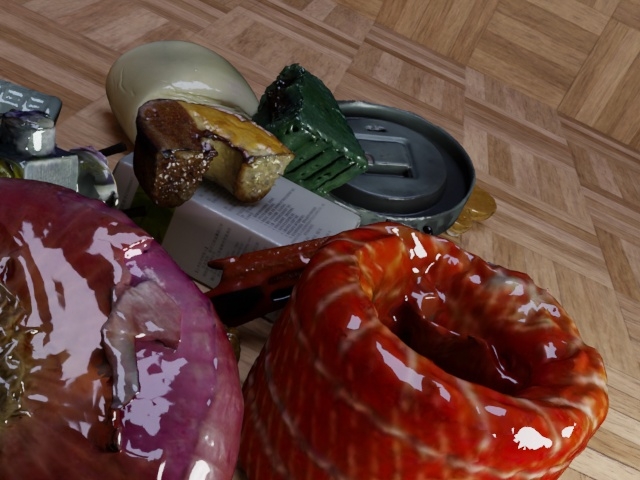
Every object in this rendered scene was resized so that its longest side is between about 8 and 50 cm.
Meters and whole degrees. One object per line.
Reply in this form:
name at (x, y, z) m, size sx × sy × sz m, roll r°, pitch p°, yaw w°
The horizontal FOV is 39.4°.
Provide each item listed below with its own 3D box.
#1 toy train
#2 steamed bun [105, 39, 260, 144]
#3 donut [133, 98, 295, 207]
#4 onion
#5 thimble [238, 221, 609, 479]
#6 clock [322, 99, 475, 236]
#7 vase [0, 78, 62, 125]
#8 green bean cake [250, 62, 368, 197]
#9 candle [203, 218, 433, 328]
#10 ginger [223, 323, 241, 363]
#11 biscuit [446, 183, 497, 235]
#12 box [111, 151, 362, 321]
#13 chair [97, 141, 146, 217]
toy train at (-0.291, 0.001, 0.826) m, size 0.177 × 0.260 × 0.134 m, roll 20°, pitch 19°, yaw 30°
steamed bun at (-0.202, -0.216, 1.420) m, size 0.250 × 0.154 × 0.200 m, roll 7°, pitch 30°, yaw -32°
donut at (-0.148, -0.104, 1.095) m, size 0.217 × 0.085 × 0.141 m, roll -2°, pitch 38°, yaw -45°
onion at (-0.233, 0.132, 0.643) m, size 0.348 × 0.285 × 0.347 m, roll 3°, pitch 69°, yaw -8°
thimble at (0.099, 0.155, 0.911) m, size 0.350 × 0.230 × 0.350 m, roll 21°, pitch 27°, yaw -11°
clock at (0.101, -0.123, 1.525) m, size 0.325 × 0.067 × 0.325 m, roll 9°, pitch 41°, yaw -8°
vase at (-0.488, -0.184, 1.124) m, size 0.299 × 0.143 × 0.143 m, roll 23°, pitch 25°, yaw -16°
green bean cake at (-0.039, -0.182, 1.351) m, size 0.193 × 0.107 × 0.208 m, roll 26°, pitch 36°, yaw -50°
candle at (-0.009, 0.035, 1.048) m, size 0.302 × 0.084 × 0.059 m, roll -16°, pitch 11°, yaw -4°
ginger at (-0.132, 0.120, 0.938) m, size 0.103 × 0.073 × 0.162 m, roll 27°, pitch 24°, yaw 0°
biscuit at (0.191, -0.080, 1.655) m, size 0.340 × 0.047 × 0.216 m, roll 1°, pitch 41°, yaw -39°
box at (-0.115, -0.025, 1.196) m, size 0.299 × 0.106 × 0.200 m, roll 27°, pitch 25°, yaw 5°
chair at (-0.333, -0.048, 1.087) m, size 0.213 × 0.101 × 0.084 m, roll -8°, pitch 20°, yaw 14°
